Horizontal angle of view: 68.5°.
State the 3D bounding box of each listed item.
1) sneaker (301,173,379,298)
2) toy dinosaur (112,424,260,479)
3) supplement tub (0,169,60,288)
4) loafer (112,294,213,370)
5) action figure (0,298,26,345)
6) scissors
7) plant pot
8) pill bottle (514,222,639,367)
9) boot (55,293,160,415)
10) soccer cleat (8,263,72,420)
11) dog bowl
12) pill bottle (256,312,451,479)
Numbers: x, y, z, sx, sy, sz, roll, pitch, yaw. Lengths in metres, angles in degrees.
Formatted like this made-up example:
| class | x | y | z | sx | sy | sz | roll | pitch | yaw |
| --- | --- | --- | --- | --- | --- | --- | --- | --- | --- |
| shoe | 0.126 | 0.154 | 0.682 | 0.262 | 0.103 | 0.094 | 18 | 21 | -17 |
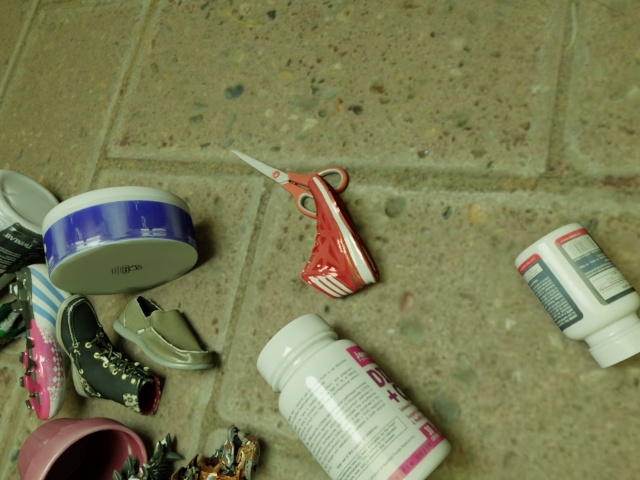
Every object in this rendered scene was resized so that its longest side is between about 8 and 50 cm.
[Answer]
| class | x | y | z | sx | sy | sz | roll | pitch | yaw |
| --- | --- | --- | --- | --- | --- | --- | --- | --- | --- |
| sneaker | 0.000 | 0.000 | 0.829 | 0.128 | 0.087 | 0.221 | -30 | 72 | 13 |
| toy dinosaur | -0.234 | 0.449 | 0.778 | 0.218 | 0.164 | 0.322 | 32 | 67 | 11 |
| supplement tub | -0.792 | 0.009 | 1.103 | 0.338 | 0.207 | 0.207 | -36 | 64 | 9 |
| loafer | -0.303 | 0.176 | 0.909 | 0.251 | 0.094 | 0.087 | 20 | 88 | 27 |
| action figure | -0.722 | 0.205 | 1.079 | 0.232 | 0.137 | 0.063 | -37 | 77 | 19 |
| scissors | -0.078 | -0.116 | 0.941 | 0.297 | 0.021 | 0.109 | 15 | 83 | 24 |
| plant pot | -0.451 | 0.415 | 0.860 | 0.180 | 0.201 | 0.201 | 3 | 75 | 40 |
| pill bottle | 0.366 | 0.076 | 0.649 | 0.108 | 0.108 | 0.180 | -32 | 65 | 11 |
| boot | -0.401 | 0.223 | 0.902 | 0.178 | 0.085 | 0.236 | 11 | 117 | 22 |
| soccer cleat | -0.545 | 0.195 | 0.982 | 0.116 | 0.143 | 0.331 | -37 | 64 | 38 |
| dog bowl | -0.373 | 0.009 | 0.893 | 0.265 | 0.265 | 0.104 | -23 | 70 | 15 |
| pill bottle | 0.039 | 0.254 | 0.705 | 0.160 | 0.160 | 0.283 | -48 | 63 | 4 |
